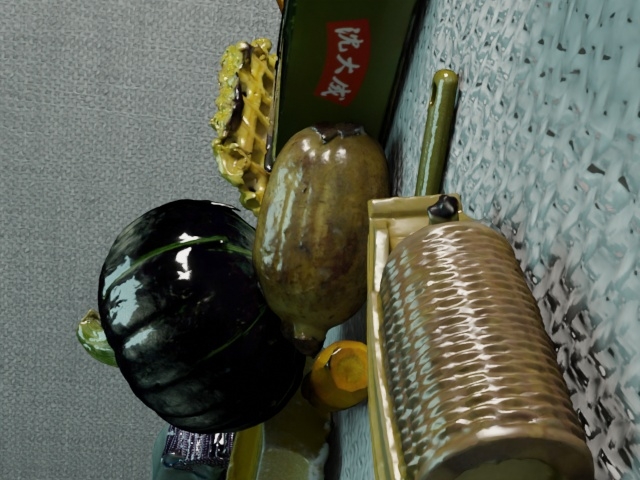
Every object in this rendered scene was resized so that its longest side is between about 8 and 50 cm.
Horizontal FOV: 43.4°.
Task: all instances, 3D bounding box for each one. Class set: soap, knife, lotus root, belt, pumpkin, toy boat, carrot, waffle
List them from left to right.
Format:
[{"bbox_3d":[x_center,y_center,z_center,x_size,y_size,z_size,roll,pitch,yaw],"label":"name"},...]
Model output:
[{"bbox_3d":[-0.164,0.106,0.983,0.296,0.295,0.296,-174,90,-84],"label":"pumpkin"},{"bbox_3d":[-0.177,0.411,1.485,0.325,0.260,0.122,123,153,-54],"label":"belt"},{"bbox_3d":[-0.061,0.323,1.149,0.259,0.143,0.281,-95,18,-61],"label":"soap"},{"bbox_3d":[-0.057,-0.138,1.092,0.307,0.060,0.312,10,-118,-62],"label":"waffle"},{"bbox_3d":[0.000,0.000,0.865,0.128,0.145,0.260,-4,-75,-53],"label":"lotus root"},{"bbox_3d":[0.016,0.158,0.907,0.260,0.070,0.070,113,162,-75],"label":"carrot"},{"bbox_3d":[0.075,0.032,0.667,0.061,0.027,0.343,-115,31,-70],"label":"knife"},{"bbox_3d":[0.069,0.068,0.391,0.310,0.089,0.115,-92,1,-49],"label":"toy boat"}]

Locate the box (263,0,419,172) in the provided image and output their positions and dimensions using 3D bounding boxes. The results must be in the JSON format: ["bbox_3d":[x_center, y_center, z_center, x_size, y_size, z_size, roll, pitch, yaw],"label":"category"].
[{"bbox_3d":[0.026,-0.342,0.950,0.373,0.138,0.420,104,170,-50],"label":"box"}]

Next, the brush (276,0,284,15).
[{"bbox_3d":[-0.021,-0.268,1.269,0.090,0.017,0.314,-95,-14,-51],"label":"brush"}]
